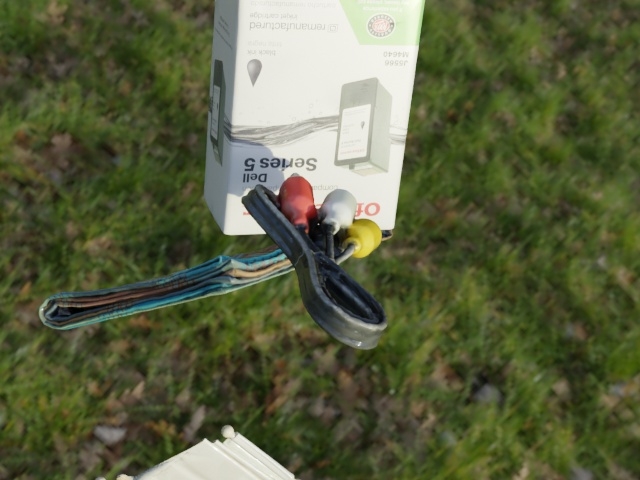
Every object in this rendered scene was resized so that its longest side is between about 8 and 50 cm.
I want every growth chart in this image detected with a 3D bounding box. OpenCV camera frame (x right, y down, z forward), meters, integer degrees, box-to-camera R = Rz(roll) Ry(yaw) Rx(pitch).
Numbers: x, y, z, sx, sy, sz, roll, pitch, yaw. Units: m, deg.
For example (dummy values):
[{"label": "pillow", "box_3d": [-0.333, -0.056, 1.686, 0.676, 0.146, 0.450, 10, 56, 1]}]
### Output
[{"label": "growth chart", "box_3d": [-0.157, 0.330, 1.623, 0.172, 0.237, 0.021, 51, 23, -31]}]

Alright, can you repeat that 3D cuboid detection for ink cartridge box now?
[{"label": "ink cartridge box", "box_3d": [-0.012, -0.150, 1.297, 0.198, 0.273, 0.115, -2, 24, -17]}]

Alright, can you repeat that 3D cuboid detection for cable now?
[{"label": "cable", "box_3d": [0.000, 0.000, 1.076, 0.139, 0.072, 0.287, 31, 10, -11]}]

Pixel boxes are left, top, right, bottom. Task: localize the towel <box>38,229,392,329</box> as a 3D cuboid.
[{"label": "towel", "box_3d": [-0.109, 0.032, 1.409, 0.370, 0.271, 0.040, -17, 93, -59]}]
